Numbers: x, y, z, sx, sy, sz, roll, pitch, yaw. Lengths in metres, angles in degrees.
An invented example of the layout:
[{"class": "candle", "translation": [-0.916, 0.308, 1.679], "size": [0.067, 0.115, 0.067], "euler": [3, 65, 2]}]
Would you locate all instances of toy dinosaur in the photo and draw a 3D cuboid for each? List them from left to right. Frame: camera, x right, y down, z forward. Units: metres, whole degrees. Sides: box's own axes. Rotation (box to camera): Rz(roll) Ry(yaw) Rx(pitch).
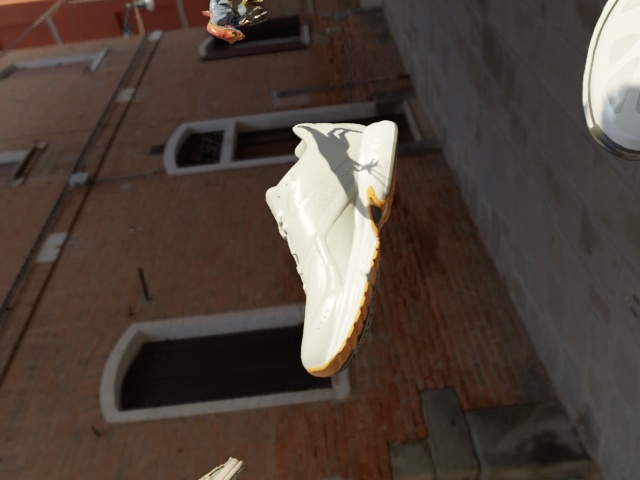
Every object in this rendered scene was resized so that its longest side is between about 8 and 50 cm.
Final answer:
[{"class": "toy dinosaur", "translation": [-0.075, -0.177, 0.568], "size": [0.090, 0.047, 0.082], "euler": [-35, 24, 48]}]

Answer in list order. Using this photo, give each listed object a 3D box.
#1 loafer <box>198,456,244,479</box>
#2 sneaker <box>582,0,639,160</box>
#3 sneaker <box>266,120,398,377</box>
[{"class": "loafer", "translation": [-0.111, 0.236, 0.636], "size": [0.125, 0.039, 0.045], "euler": [-48, -21, -58]}, {"class": "sneaker", "translation": [0.428, -0.312, 0.755], "size": [0.447, 0.169, 0.257], "euler": [-63, -13, 1]}, {"class": "sneaker", "translation": [0.000, 0.000, 0.674], "size": [0.099, 0.121, 0.262], "euler": [81, -161, -62]}]
